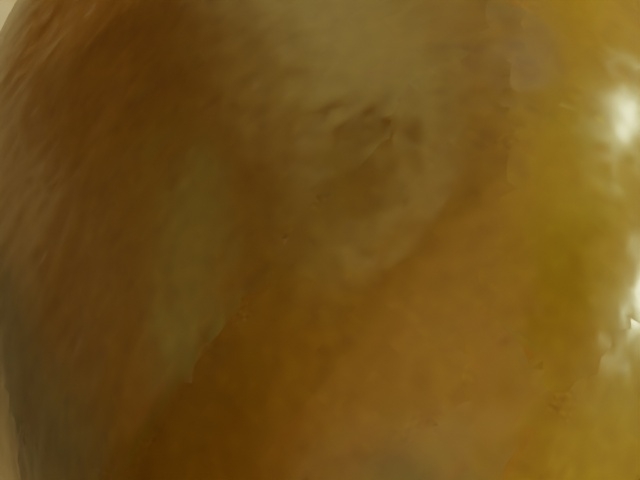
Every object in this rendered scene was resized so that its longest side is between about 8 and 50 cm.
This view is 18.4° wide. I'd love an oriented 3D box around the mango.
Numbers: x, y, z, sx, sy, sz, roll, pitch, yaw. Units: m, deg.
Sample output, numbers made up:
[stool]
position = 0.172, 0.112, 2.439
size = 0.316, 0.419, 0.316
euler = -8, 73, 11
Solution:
[mango]
position = 0.000, 0.000, 0.671
size = 0.300, 0.232, 0.445
euler = -40, -157, 14
